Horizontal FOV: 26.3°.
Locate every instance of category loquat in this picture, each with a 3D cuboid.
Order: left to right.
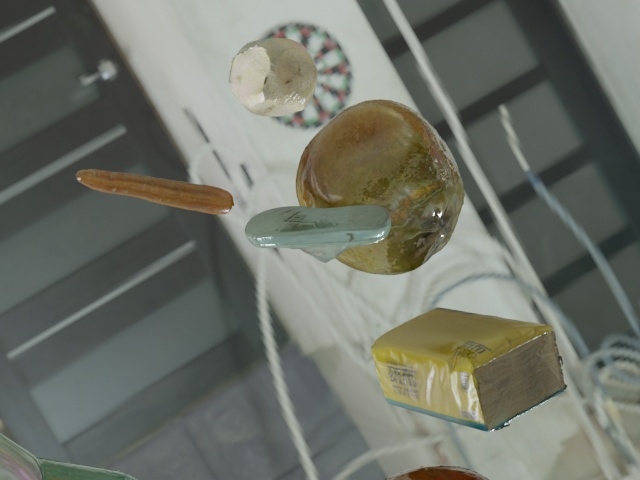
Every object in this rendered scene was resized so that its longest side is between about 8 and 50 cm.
[{"bbox_3d":[0.102,-0.081,2.214,0.276,0.276,0.284,-32,-131,-20],"label":"loquat"}]

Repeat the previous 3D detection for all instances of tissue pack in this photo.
[{"bbox_3d":[0.238,0.201,2.239,0.192,0.134,0.271,-21,-165,-32],"label":"tissue pack"}]

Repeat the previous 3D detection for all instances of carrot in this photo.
[{"bbox_3d":[-0.240,-0.073,2.016,0.247,0.043,0.043,9,166,-25],"label":"carrot"}]

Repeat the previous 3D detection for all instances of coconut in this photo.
[{"bbox_3d":[-0.070,-0.218,1.835,0.110,0.110,0.124,-33,-162,-37],"label":"coconut"}]

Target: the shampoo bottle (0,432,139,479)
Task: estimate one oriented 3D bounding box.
[{"bbox_3d":[-0.274,0.217,0.988,0.349,0.222,0.151,14,144,-25],"label":"shampoo bottle"}]

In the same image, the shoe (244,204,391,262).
[{"bbox_3d":[0.000,0.000,1.804,0.195,0.078,0.079,-7,-149,11],"label":"shoe"}]

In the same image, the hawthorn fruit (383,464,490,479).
[{"bbox_3d":[0.155,0.476,2.138,0.277,0.298,0.277,-54,-154,42],"label":"hawthorn fruit"}]
